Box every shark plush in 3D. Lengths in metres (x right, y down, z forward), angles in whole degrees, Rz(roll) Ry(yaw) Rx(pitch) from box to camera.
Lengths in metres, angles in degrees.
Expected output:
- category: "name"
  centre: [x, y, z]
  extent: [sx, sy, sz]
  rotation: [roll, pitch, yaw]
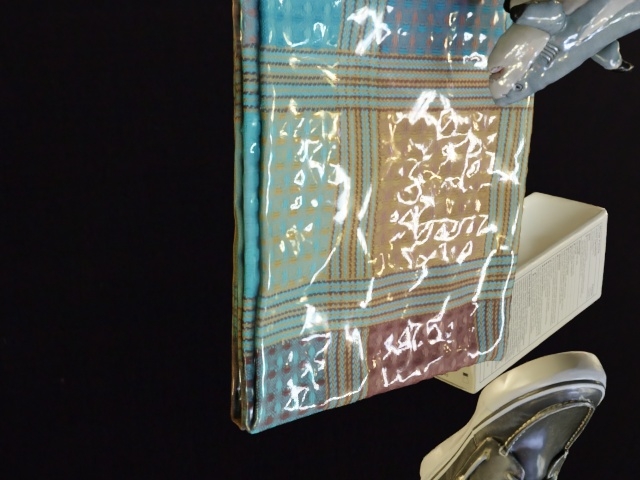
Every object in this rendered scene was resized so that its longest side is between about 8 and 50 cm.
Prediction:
- category: "shark plush"
  centre: [0.187, -0.139, 0.600]
  extent: [0.161, 0.067, 0.073]
  rotation: [-16, -164, 0]

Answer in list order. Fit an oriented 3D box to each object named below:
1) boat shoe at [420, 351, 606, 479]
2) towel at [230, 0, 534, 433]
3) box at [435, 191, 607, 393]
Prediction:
- category: "boat shoe"
  centre: [0.219, 0.245, 1.015]
  extent: [0.121, 0.335, 0.119]
  rotation: [6, -129, -18]
- category: "towel"
  centre: [0.056, -0.072, 0.614]
  extent: [0.271, 0.370, 0.040]
  rotation: [-9, -163, -38]
- category: "box"
  centre: [0.251, 0.059, 1.220]
  extent: [0.121, 0.148, 0.311]
  rotation: [20, -146, 41]
